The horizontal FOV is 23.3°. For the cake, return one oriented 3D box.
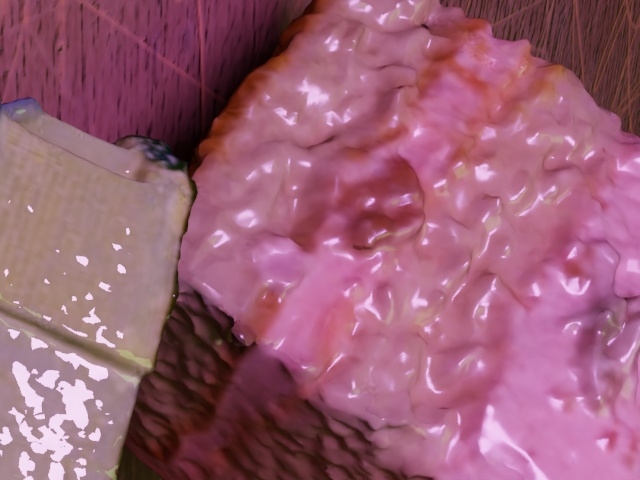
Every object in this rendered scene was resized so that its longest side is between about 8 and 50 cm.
[{"bbox_3d":[0.051,0.044,0.975,0.314,0.307,0.293,-56,179,-29],"label":"cake"}]

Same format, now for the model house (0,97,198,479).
[{"bbox_3d":[-0.198,0.020,0.749,0.189,0.195,0.214,28,69,-38],"label":"model house"}]
